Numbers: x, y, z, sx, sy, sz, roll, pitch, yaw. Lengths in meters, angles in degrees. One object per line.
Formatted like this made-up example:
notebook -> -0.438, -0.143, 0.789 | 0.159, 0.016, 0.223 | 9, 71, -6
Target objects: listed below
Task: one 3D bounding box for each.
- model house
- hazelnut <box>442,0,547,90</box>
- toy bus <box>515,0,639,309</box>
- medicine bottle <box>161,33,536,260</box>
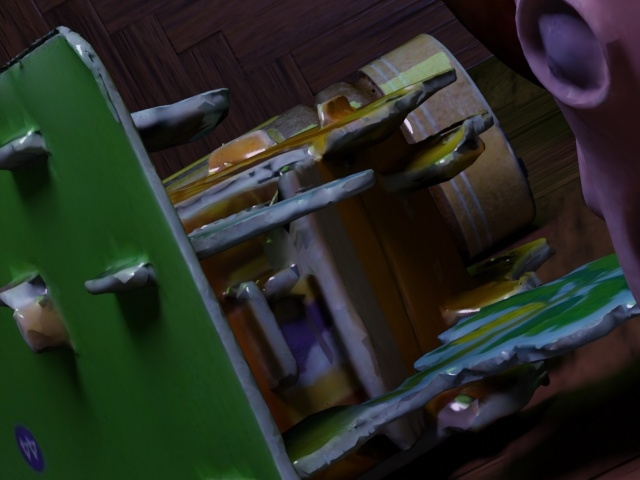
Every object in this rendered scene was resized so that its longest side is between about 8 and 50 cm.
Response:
model house -> 0.000, 0.000, 0.752 | 0.313, 0.242, 0.358 | -30, 4, -30
hazelnut -> 0.245, -0.273, 1.393 | 0.372, 0.372, 0.315 | -25, 46, 35
toy bus -> 0.181, -0.055, 0.438 | 0.197, 0.231, 0.294 | 11, 30, 35
medicine bottle -> -0.030, 0.003, 1.189 | 0.322, 0.151, 0.151 | -30, 6, -5
